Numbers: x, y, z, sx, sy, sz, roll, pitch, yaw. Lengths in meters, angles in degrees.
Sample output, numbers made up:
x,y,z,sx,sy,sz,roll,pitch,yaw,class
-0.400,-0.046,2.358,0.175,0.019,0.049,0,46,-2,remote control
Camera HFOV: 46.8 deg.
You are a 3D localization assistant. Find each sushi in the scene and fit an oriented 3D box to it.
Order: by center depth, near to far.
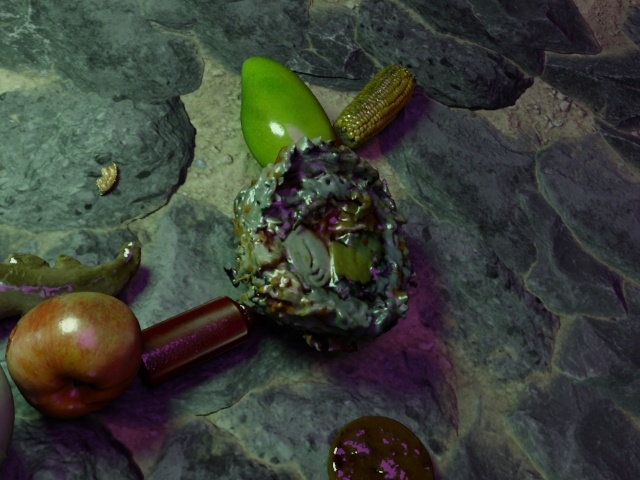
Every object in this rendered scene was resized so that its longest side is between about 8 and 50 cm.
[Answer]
x,y,z,sx,sy,sz,roll,pitch,yaw,class
0.021,0.015,1.396,0.418,0.176,0.417,17,59,-31,sushi

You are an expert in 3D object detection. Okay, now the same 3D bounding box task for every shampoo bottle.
x,y,z,sx,sy,sz,roll,pitch,yaw,class
-0.212,0.166,1.332,0.260,0.064,0.102,-24,71,-32,shampoo bottle

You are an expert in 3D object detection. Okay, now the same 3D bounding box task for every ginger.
x,y,z,sx,sy,sz,roll,pitch,yaw,class
-0.469,0.094,1.275,0.333,0.080,0.166,-3,75,-31,ginger

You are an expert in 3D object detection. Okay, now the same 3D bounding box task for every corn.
x,y,z,sx,sy,sz,roll,pitch,yaw,class
0.134,-0.322,1.763,0.115,0.115,0.317,36,53,3,corn

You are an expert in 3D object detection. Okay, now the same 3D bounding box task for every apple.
x,y,z,sx,sy,sz,roll,pitch,yaw,class
-0.386,0.181,1.167,0.210,0.209,0.164,2,44,-20,apple

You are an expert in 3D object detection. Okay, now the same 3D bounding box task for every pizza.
x,y,z,sx,sy,sz,roll,pitch,yaw,class
-0.423,-0.124,1.469,0.037,0.016,0.083,18,57,-11,pizza

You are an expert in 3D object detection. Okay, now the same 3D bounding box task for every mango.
x,y,z,sx,sy,sz,roll,pitch,yaw,class
-0.086,-0.267,1.610,0.193,0.156,0.343,-7,58,-34,mango

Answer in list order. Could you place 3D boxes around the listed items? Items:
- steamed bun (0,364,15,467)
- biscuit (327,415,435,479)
x,y,z,sx,sy,sz,roll,pitch,yaw,class
-0.600,0.223,0.980,0.374,0.334,0.333,24,53,-5,steamed bun
0.112,0.412,1.318,0.212,0.036,0.212,11,55,-15,biscuit
